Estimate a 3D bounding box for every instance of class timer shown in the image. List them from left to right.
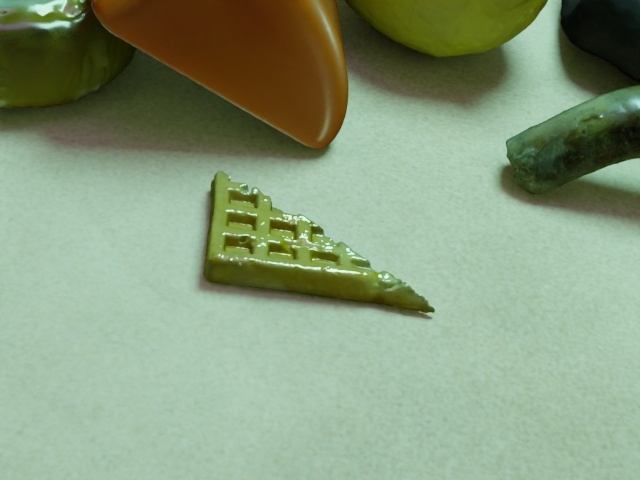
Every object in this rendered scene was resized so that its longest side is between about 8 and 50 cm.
[{"bbox_3d":[-0.065,-0.239,1.005,0.250,0.161,0.258,43,27,-37],"label":"timer"}]

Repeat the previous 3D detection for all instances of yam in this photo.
[{"bbox_3d":[0.327,-0.120,0.983,0.317,0.067,0.071,-19,52,11],"label":"yam"}]

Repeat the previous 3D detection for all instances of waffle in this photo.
[{"bbox_3d":[0.000,0.000,0.897,0.190,0.032,0.125,8,41,-9],"label":"waffle"}]

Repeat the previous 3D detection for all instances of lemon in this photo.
[{"bbox_3d":[0.126,-0.310,1.108,0.233,0.234,0.288,-16,39,-28],"label":"lemon"}]

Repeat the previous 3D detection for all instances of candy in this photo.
[{"bbox_3d":[-0.291,-0.228,0.990,0.259,0.118,0.260,11,42,-10],"label":"candy"}]

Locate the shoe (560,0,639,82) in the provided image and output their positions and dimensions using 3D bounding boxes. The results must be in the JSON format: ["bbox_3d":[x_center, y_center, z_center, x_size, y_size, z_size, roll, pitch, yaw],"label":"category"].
[{"bbox_3d":[0.388,-0.230,1.129,0.237,0.171,0.384,7,44,-11],"label":"shoe"}]
